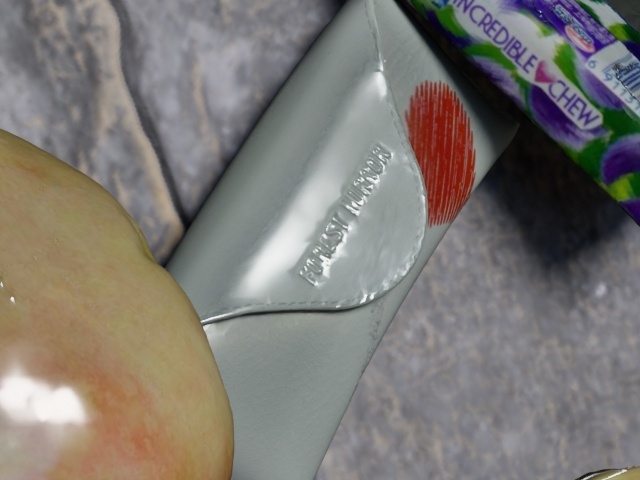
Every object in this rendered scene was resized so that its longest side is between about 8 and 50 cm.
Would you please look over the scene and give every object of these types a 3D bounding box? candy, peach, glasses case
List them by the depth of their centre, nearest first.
[{"bbox_3d":[-0.181,0.085,0.850,0.292,0.292,0.247,-57,134,-22],"label":"peach"},{"bbox_3d":[0.002,0.001,1.034,0.128,0.083,0.308,34,68,-8],"label":"glasses case"},{"bbox_3d":[0.096,-0.133,1.063,0.312,0.061,0.088,46,33,11],"label":"candy"}]

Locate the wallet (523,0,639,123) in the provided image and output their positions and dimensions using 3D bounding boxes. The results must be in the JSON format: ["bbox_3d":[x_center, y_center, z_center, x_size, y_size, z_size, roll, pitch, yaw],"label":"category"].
[{"bbox_3d":[0.199,-0.171,1.170,0.168,0.052,0.245,8,72,-20],"label":"wallet"}]

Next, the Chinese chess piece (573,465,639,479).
[{"bbox_3d":[0.196,0.219,0.965,0.257,0.257,0.104,-30,130,-23],"label":"Chinese chess piece"}]
